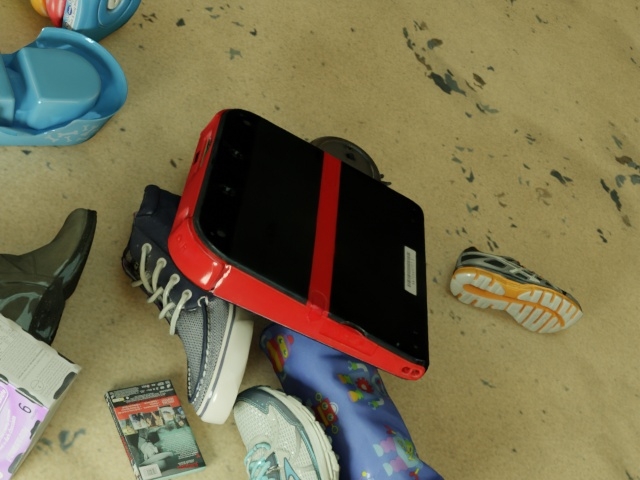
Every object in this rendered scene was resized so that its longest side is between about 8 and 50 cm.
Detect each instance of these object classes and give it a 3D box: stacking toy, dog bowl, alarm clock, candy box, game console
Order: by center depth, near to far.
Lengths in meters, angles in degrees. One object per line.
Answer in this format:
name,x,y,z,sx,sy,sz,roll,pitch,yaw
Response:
candy box,-0.367,0.140,1.219,0.196,0.165,0.070,34,42,-2
game console,-0.015,-0.007,1.517,0.342,0.060,0.386,29,30,-14
dog bowl,-0.405,-0.199,1.551,0.297,0.074,0.166,-3,56,-35
stacking toy,-0.411,-0.418,1.695,0.302,0.175,0.166,32,40,11
alarm clock,0.009,-0.101,1.742,0.192,0.064,0.129,20,46,-12

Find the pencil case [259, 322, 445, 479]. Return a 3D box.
pencil case,0.041,0.214,1.451,0.133,0.119,0.306,-2,55,-47

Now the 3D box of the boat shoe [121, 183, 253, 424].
boat shoe,-0.172,0.071,1.446,0.158,0.127,0.340,16,38,-15

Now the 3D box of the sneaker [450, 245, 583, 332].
sneaker,0.296,0.069,1.764,0.215,0.084,0.083,23,40,-13

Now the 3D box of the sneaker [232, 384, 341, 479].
sneaker,-0.037,0.293,1.343,0.122,0.110,0.283,-15,63,-36

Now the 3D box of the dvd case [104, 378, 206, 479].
dvd case,-0.192,0.221,1.372,0.087,0.013,0.119,-8,58,-37

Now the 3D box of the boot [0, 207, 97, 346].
boot,-0.364,0.028,1.384,0.161,0.083,0.246,21,44,-8
